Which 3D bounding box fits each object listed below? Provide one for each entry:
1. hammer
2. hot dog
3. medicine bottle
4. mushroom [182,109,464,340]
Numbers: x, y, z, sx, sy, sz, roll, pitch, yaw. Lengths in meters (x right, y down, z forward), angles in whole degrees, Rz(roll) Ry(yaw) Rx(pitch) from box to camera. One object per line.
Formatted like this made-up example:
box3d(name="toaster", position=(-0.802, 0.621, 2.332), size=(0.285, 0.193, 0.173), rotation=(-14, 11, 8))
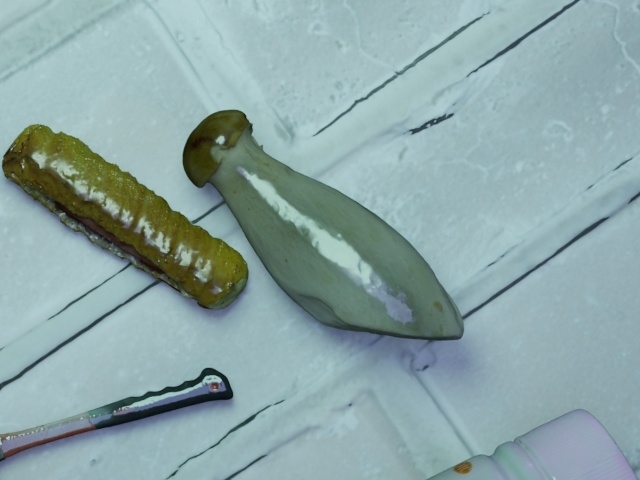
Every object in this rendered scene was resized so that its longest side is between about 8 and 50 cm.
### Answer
box3d(name="hammer", position=(-0.233, 0.185, 1.850), size=(0.288, 0.033, 0.111), rotation=(-16, 84, -6))
box3d(name="hot dog", position=(-0.203, -0.026, 1.861), size=(0.289, 0.068, 0.083), rotation=(33, 75, 2))
box3d(name="medicine bottle", position=(0.165, 0.321, 1.773), size=(0.316, 0.202, 0.202), rotation=(-24, 85, -6))
box3d(name="mushroom", position=(0.000, 0.000, 1.841), size=(0.350, 0.128, 0.128), rotation=(42, 82, 4))
